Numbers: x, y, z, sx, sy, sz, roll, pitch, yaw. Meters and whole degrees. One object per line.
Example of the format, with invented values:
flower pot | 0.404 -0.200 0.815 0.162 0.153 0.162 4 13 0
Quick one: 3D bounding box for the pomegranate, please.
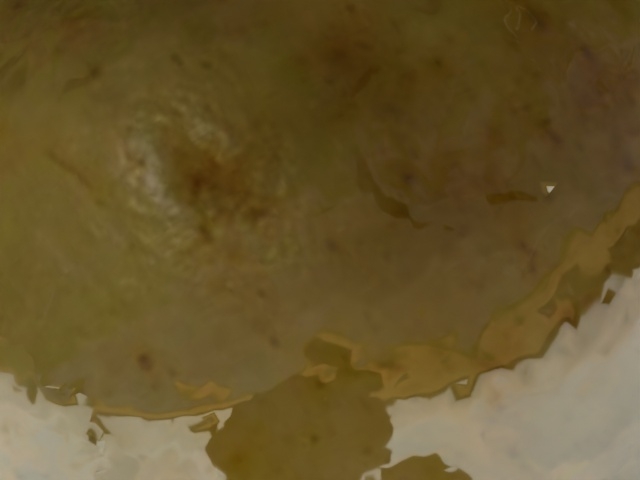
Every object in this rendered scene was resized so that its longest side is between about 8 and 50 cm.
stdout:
pomegranate | 0.006 0.018 0.458 0.307 0.307 0.307 -6 -144 4
